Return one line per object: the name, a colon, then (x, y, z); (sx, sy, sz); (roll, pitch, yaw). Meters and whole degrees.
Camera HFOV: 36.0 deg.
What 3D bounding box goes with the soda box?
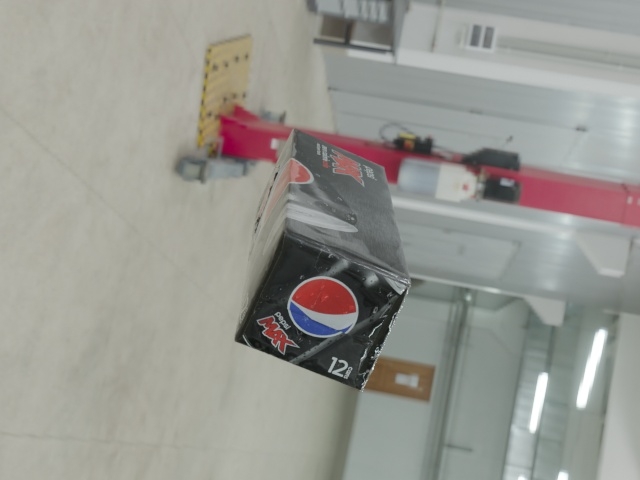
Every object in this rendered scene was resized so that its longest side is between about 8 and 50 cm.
soda box: (0.000, 0.000, 0.464); (0.169, 0.060, 0.053); (-92, -153, -70)
